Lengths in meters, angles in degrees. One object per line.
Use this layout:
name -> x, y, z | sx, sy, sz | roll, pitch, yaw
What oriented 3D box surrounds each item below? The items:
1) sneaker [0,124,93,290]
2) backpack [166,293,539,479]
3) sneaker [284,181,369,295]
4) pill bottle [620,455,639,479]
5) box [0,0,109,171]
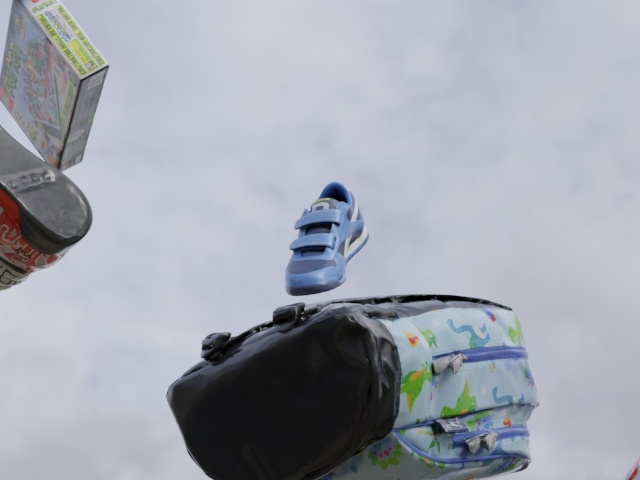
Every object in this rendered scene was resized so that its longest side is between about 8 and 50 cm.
sneaker -> -0.337, -0.069, 1.329 | 0.270, 0.090, 0.145 | 46, -48, -11
backpack -> 0.073, 0.164, 1.593 | 0.290, 0.273, 0.355 | -26, -3, 38
sneaker -> 0.000, 0.000, 1.285 | 0.053, 0.144, 0.059 | -4, -64, 17
pill bottle -> 0.329, 0.348, 1.502 | 0.181, 0.181, 0.323 | 15, -52, -20
box -> -0.272, -0.160, 1.516 | 0.036, 0.114, 0.207 | -33, -12, -27
